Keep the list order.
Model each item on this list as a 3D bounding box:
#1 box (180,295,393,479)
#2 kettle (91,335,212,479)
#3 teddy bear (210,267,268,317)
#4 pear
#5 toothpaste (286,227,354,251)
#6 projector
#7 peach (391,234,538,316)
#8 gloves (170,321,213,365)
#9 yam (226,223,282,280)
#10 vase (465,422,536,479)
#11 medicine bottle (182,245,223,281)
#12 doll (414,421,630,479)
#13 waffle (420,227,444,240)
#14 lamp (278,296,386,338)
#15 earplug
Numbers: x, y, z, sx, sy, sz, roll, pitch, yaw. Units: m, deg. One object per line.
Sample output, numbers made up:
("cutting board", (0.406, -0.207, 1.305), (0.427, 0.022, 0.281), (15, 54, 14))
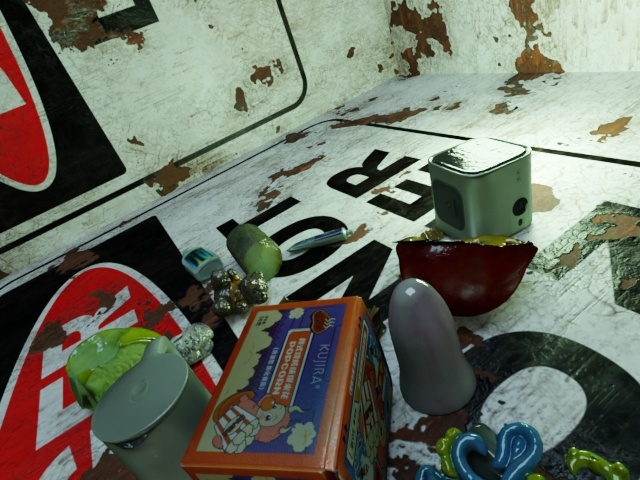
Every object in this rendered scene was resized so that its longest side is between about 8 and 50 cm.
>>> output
("box", (-0.015, 0.342, 0.793), (0.256, 0.319, 0.349), (-8, 32, 19))
("kettle", (-0.283, 0.391, 0.885), (0.205, 0.318, 0.265), (-7, 34, 27))
("teddy bear", (-0.272, 0.176, 1.427), (0.190, 0.140, 0.177), (-15, 58, -5))
("pear", (-0.649, 0.365, 1.305), (0.281, 0.176, 0.286), (8, 40, 44))
("toothpaste", (0.000, -0.001, 1.611), (0.268, 0.047, 0.069), (-16, 43, 16))
("projector", (0.504, -0.161, 1.332), (0.248, 0.249, 0.248), (-25, 30, -13))
("peach", (0.370, 0.089, 1.088), (0.361, 0.201, 0.257), (-1, 3, 8))
("gloves", (-0.396, 0.320, 1.293), (0.114, 0.070, 0.153), (29, 44, 23))
("yam", (-0.256, 0.036, 1.602), (0.161, 0.161, 0.268), (-30, 29, -15))
("vase", (0.337, 0.410, 0.703), (0.086, 0.086, 0.214), (-34, 37, -20))
("medicine bottle", (-0.504, 0.085, 1.746), (0.121, 0.083, 0.228), (-38, 35, -22))
("doll", (0.279, 0.435, 0.602), (0.341, 0.099, 0.346), (17, 65, 42))
("waffle", (0.378, -0.018, 1.425), (0.078, 0.016, 0.085), (-31, 32, -24))
("lamp", (0.015, 0.230, 1.183), (0.325, 0.090, 0.089), (0, 37, 34))
("earplug", (0.221, 0.203, 0.882), (0.172, 0.301, 0.172), (-15, 31, 9))
